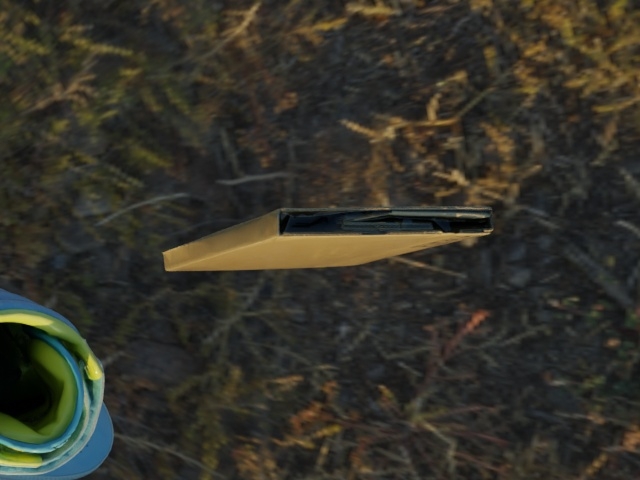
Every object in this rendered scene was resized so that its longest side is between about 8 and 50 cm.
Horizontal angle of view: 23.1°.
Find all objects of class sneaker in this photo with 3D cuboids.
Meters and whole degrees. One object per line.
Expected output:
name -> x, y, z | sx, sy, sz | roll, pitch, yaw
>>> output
sneaker -> -0.205, 0.121, 1.097 | 0.127, 0.208, 0.319 | -59, 142, -11

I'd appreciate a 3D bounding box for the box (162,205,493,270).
box -> 0.000, 0.000, 1.109 | 0.164, 0.201, 0.021 | -1, 84, -27
